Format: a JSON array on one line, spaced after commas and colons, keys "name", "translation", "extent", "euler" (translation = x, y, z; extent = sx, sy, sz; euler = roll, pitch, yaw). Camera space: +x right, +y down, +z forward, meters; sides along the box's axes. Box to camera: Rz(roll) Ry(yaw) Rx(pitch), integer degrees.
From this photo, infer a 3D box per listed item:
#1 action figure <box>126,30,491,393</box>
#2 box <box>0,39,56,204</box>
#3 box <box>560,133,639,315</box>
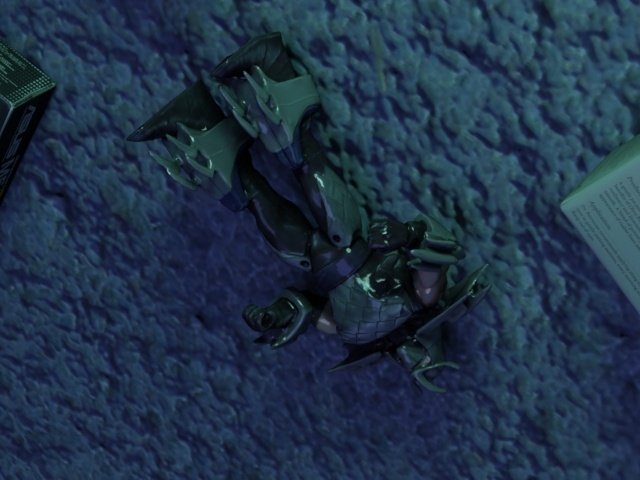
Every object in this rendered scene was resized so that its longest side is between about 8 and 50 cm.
[{"name": "action figure", "translation": [0.000, 0.000, 1.113], "extent": [0.185, 0.099, 0.285], "euler": [-34, 98, 31]}, {"name": "box", "translation": [-0.367, -0.119, 1.278], "extent": [0.270, 0.060, 0.216], "euler": [37, 125, 8]}, {"name": "box", "translation": [0.224, -0.019, 0.975], "extent": [0.087, 0.102, 0.101], "euler": [-35, 93, 38]}]
